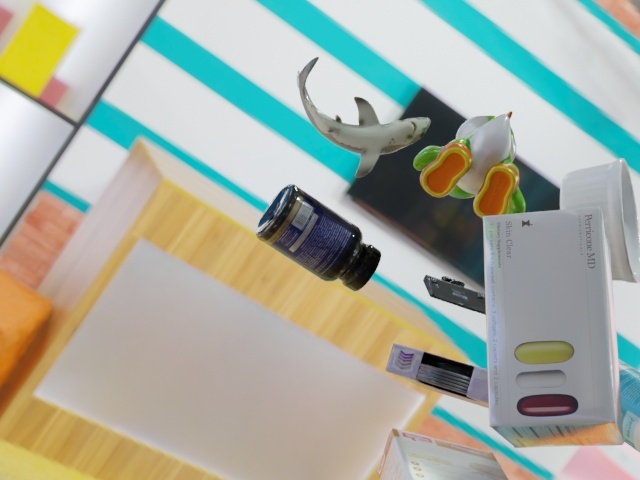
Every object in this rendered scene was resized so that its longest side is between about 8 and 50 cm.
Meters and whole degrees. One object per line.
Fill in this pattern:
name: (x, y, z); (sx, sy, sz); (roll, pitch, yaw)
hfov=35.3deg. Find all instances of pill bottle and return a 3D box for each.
pill bottle: (0.000, 0.000, 1.880); (0.219, 0.122, 0.123); (34, 7, -15)
pill bottle: (0.685, 0.367, 2.149); (0.146, 0.146, 0.264); (30, 3, -37)

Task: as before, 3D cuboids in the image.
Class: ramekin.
ramekin: (0.621, -0.037, 2.233); (0.135, 0.277, 0.277); (-6, -11, 23)

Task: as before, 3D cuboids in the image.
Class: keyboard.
keyboard: (0.333, 0.131, 2.465); (0.180, 0.023, 0.108); (19, 33, -23)

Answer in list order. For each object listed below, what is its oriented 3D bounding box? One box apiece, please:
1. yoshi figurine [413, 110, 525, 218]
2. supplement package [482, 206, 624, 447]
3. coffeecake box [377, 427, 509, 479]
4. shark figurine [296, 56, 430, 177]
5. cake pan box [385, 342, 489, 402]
yoshi figurine: (0.279, -0.124, 1.872); (0.362, 0.203, 0.203); (-54, 128, -67)
supplement package: (0.295, 0.116, 1.263); (0.145, 0.261, 0.204); (-5, -19, 18)
coffeecake box: (0.155, 0.305, 1.203); (0.142, 0.068, 0.185); (15, 11, -8)
shark figurine: (0.044, -0.209, 1.877); (0.278, 0.166, 0.116); (28, -8, 9)
cake pan box: (0.284, 0.287, 2.058); (0.246, 0.070, 0.267); (13, -10, 22)
